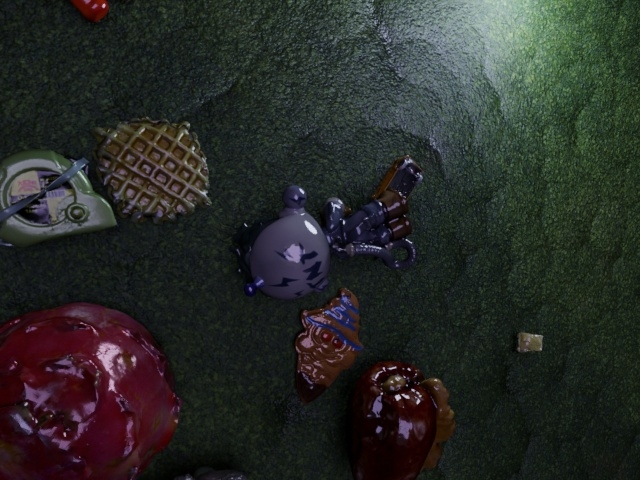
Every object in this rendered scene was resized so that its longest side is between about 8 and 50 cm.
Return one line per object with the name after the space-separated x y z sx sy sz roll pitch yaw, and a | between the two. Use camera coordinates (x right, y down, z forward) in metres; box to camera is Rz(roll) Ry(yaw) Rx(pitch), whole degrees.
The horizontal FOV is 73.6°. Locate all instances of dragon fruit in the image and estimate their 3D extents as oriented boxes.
-0.435 0.303 0.721 0.371 0.249 0.386 -37 101 -13 | dragon fruit

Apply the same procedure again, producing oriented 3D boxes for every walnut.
0.178 0.427 0.973 0.243 0.222 0.269 4 104 -13 | walnut

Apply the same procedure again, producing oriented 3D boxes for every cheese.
0.593 0.294 1.222 0.084 0.041 0.060 4 81 -6 | cheese

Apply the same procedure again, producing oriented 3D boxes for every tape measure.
-0.489 -0.075 0.763 0.199 0.106 0.175 -17 107 -21 | tape measure

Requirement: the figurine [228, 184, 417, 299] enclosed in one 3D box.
-0.002 -0.004 0.911 0.381 0.186 0.261 -23 108 -14 | figurine

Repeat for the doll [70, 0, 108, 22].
-0.498 -0.571 0.765 0.200 0.105 0.336 -47 113 -14 | doll

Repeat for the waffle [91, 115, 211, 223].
-0.328 -0.140 0.847 0.207 0.054 0.214 -14 94 -28 | waffle

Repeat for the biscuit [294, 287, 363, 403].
0.014 0.244 1.000 0.183 0.043 0.280 27 78 -16 | biscuit

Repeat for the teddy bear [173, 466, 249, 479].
-0.259 0.531 0.816 0.267 0.151 0.236 -19 134 -33 | teddy bear

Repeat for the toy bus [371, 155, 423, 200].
0.178 -0.123 1.040 0.069 0.074 0.162 39 75 -23 | toy bus
